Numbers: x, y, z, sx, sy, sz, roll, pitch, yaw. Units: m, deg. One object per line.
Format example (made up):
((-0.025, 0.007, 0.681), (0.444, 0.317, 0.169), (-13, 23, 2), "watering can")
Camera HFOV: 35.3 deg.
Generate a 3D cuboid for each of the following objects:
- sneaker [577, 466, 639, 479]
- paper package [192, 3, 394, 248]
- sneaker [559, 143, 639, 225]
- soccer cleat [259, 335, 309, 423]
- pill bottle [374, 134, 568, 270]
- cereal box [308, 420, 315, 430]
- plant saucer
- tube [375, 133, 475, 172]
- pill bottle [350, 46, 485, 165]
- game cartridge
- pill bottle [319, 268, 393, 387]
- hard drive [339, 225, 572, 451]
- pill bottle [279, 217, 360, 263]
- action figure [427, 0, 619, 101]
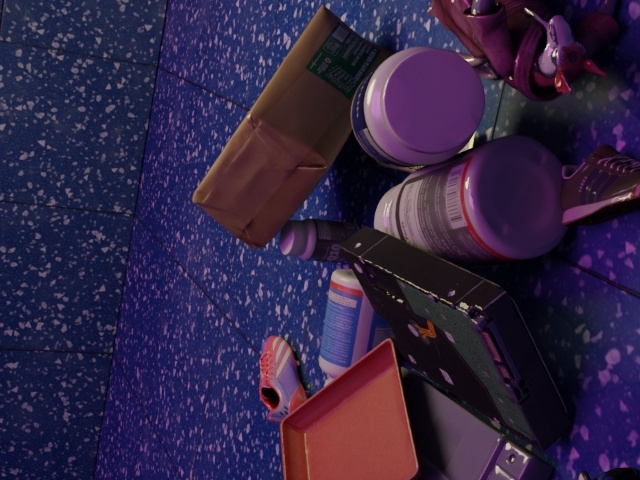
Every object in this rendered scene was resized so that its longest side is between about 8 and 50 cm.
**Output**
((0.307, 0.347, 1.141), (0.315, 0.128, 0.182), (-14, 68, 57), "sneaker")
((-0.049, -0.199, 1.795), (0.309, 0.168, 0.324), (-46, 11, 52), "paper package")
((0.345, -0.075, 1.192), (0.192, 0.064, 0.086), (153, 114, -65), "sneaker")
((-0.090, 0.276, 2.029), (0.248, 0.095, 0.083), (-117, 40, -49), "soccer cleat")
((0.199, -0.038, 1.388), (0.283, 0.161, 0.161), (162, 111, -65), "pill bottle")
((0.006, 0.401, 1.734), (0.173, 0.047, 0.240), (63, 157, 22), "cereal box")
((0.048, 0.315, 1.515), (0.259, 0.048, 0.258), (-42, 33, 25), "plant saucer")
((0.168, -0.139, 1.607), (0.240, 0.062, 0.070), (19, 143, 60), "tube")
((0.127, -0.174, 1.332), (0.265, 0.153, 0.153), (-146, 63, -84), "pill bottle")
((0.159, 0.341, 1.434), (0.230, 0.068, 0.355), (-59, 27, -2), "game cartridge")
((0.063, 0.166, 1.684), (0.124, 0.124, 0.221), (-154, 71, -64), "pill bottle")
((0.173, 0.119, 1.350), (0.237, 0.064, 0.339), (60, 165, -26), "hard drive")
((0.000, 0.000, 1.842), (0.078, 0.137, 0.078), (-175, 90, -66), "pill bottle")
((0.229, -0.264, 1.272), (0.370, 0.248, 0.275), (-111, 35, -49), "action figure")
